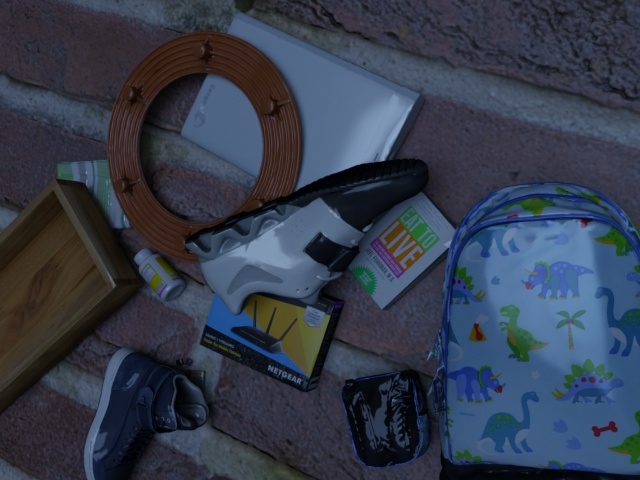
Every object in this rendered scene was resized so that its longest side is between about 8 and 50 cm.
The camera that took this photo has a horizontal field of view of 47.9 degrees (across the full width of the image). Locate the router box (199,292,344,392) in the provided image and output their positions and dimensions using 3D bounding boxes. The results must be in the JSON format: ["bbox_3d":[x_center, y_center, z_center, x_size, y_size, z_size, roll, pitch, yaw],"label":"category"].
[{"bbox_3d":[-0.070,0.117,1.017,0.179,0.046,0.133,19,94,22],"label":"router box"}]

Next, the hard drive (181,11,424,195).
[{"bbox_3d":[-0.034,-0.173,1.023,0.307,0.040,0.203,30,98,20],"label":"hard drive"}]

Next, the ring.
[{"bbox_3d":[-0.182,-0.134,1.043,0.337,0.032,0.336,2,95,25],"label":"ring"}]

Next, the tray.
[{"bbox_3d":[-0.484,0.110,1.159,0.411,0.076,0.203,-39,74,18],"label":"tray"}]

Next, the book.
[{"bbox_3d":[0.108,0.010,0.962,0.144,0.035,0.096,-45,69,15],"label":"book"}]

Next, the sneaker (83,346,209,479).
[{"bbox_3d":[-0.254,0.286,1.053,0.163,0.086,0.226,11,91,29],"label":"sneaker"}]

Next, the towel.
[{"bbox_3d":[-0.364,-0.075,1.158,0.152,0.023,0.113,1,87,22],"label":"towel"}]

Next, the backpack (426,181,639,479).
[{"bbox_3d":[0.257,0.112,0.798,0.290,0.273,0.355,0,75,27],"label":"backpack"}]

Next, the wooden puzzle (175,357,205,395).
[{"bbox_3d":[-0.197,0.218,1.083,0.049,0.006,0.083,1,88,22],"label":"wooden puzzle"}]

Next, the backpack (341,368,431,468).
[{"bbox_3d":[0.090,0.229,0.925,0.105,0.084,0.114,-14,77,21],"label":"backpack"}]

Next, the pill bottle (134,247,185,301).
[{"bbox_3d":[-0.245,0.050,1.092,0.083,0.043,0.043,46,103,18],"label":"pill bottle"}]

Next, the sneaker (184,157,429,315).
[{"bbox_3d":[0.000,0.000,0.931,0.331,0.122,0.146,-22,100,19],"label":"sneaker"}]
